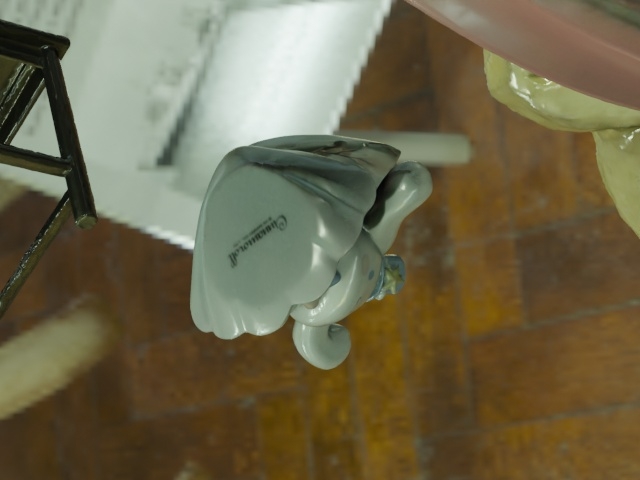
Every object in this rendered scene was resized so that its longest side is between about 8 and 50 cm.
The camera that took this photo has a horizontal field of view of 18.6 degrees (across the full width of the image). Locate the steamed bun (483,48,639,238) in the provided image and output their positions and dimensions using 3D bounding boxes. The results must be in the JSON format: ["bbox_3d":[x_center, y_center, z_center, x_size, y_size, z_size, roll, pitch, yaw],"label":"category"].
[{"bbox_3d":[0.208,-0.133,0.948,0.137,0.295,0.292,-120,37,-75],"label":"steamed bun"}]

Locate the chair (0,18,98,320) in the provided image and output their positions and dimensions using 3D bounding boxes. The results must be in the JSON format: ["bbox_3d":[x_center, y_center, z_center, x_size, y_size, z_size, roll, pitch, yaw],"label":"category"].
[{"bbox_3d":[-0.235,-0.073,1.118,0.154,0.141,0.260,-52,39,34],"label":"chair"}]

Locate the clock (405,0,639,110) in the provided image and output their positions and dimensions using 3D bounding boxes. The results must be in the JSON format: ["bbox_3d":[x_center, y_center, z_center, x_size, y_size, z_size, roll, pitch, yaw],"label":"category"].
[{"bbox_3d":[0.050,-0.130,0.551,0.056,0.244,0.244,-52,51,29],"label":"clock"}]

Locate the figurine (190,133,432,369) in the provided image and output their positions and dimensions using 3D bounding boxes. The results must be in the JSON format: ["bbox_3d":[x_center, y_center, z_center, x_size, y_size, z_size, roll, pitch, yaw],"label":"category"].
[{"bbox_3d":[0.000,0.000,0.689,0.094,0.086,0.082,-37,58,18],"label":"figurine"}]
